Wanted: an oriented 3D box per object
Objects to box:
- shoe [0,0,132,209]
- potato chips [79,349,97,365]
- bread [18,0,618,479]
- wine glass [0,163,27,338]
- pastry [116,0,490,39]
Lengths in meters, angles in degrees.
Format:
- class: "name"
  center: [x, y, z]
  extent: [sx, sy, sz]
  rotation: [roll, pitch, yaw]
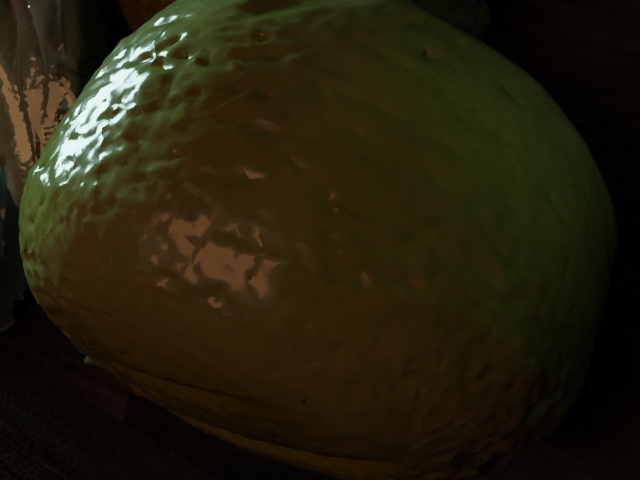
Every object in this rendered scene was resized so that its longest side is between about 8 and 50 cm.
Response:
- class: "shoe"
  center: [-0.239, -0.151, 1.250]
  extent: [0.210, 0.132, 0.342]
  rotation: [-15, 71, 12]
- class: "potato chips"
  center: [-0.097, 0.036, 1.269]
  extent: [0.207, 0.028, 0.092]
  rotation: [-47, 60, 26]
- class: "bread"
  center: [-0.006, 0.009, 1.014]
  extent: [0.320, 0.320, 0.237]
  rotation: [14, 59, 38]
- class: "wine glass"
  center: [-0.361, -0.016, 1.297]
  extent: [0.238, 0.323, 0.238]
  rotation: [-4, 84, 40]
- class: "pastry"
  center: [-0.022, -0.227, 1.150]
  extent: [0.329, 0.136, 0.330]
  rotation: [-1, 88, 41]
